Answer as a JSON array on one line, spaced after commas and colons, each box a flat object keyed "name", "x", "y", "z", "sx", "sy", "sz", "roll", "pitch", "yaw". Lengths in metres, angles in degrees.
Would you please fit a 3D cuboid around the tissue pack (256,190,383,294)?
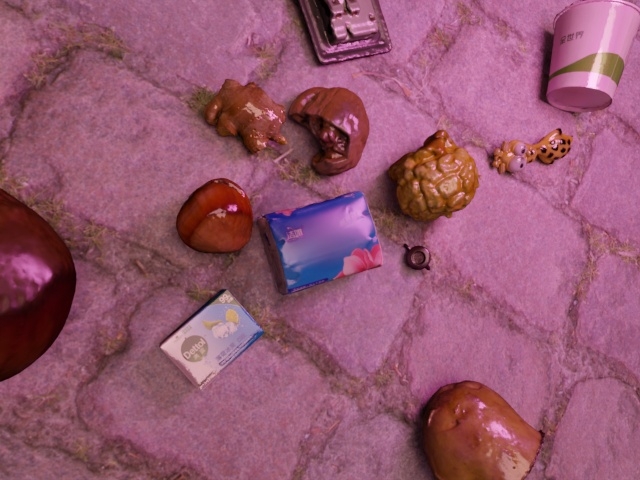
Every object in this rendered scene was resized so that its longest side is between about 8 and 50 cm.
[{"name": "tissue pack", "x": 0.000, "y": 0.000, "z": 1.156, "sx": 0.269, "sy": 0.137, "sz": 0.209, "roll": -15, "pitch": 87, "yaw": -19}]

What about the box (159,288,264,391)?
[{"name": "box", "x": -0.250, "y": 0.225, "z": 1.079, "sx": 0.194, "sy": 0.073, "sz": 0.139, "roll": -42, "pitch": 98, "yaw": -18}]

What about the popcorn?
[{"name": "popcorn", "x": 0.307, "y": -0.178, "z": 1.254, "sx": 0.237, "sy": 0.206, "sz": 0.251, "roll": -4, "pitch": 73, "yaw": -5}]

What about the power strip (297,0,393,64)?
[{"name": "power strip", "x": 0.072, "y": -0.632, "z": 1.277, "sx": 0.257, "sy": 0.092, "sz": 0.251, "roll": -21, "pitch": 88, "yaw": -23}]

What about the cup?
[{"name": "cup", "x": 0.836, "y": -0.564, "z": 1.456, "sx": 0.253, "sy": 0.253, "sz": 0.274, "roll": 17, "pitch": 85, "yaw": -16}]

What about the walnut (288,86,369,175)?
[{"name": "walnut", "x": 0.047, "y": -0.302, "z": 1.208, "sx": 0.204, "sy": 0.141, "sz": 0.238, "roll": -29, "pitch": 96, "yaw": -24}]

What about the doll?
[{"name": "doll", "x": 0.658, "y": -0.277, "z": 1.438, "sx": 0.291, "sy": 0.086, "sz": 0.117, "roll": -13, "pitch": 118, "yaw": -18}]

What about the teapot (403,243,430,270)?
[{"name": "teapot", "x": 0.268, "y": 0.046, "z": 1.291, "sx": 0.068, "sy": 0.045, "sz": 0.100, "roll": -44, "pitch": 81, "yaw": 4}]

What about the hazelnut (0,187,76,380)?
[{"name": "hazelnut", "x": -0.666, "y": 0.084, "z": 0.821, "sx": 0.421, "sy": 0.353, "sz": 0.421, "roll": -7, "pitch": 112, "yaw": -16}]

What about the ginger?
[{"name": "ginger", "x": -0.169, "y": -0.303, "z": 1.152, "sx": 0.216, "sy": 0.102, "sz": 0.157, "roll": 33, "pitch": 82, "yaw": -13}]

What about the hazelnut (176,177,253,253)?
[{"name": "hazelnut", "x": -0.236, "y": -0.049, "z": 1.076, "sx": 0.182, "sy": 0.182, "sz": 0.182, "roll": 2, "pitch": 83, "yaw": -18}]

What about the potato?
[{"name": "potato", "x": 0.366, "y": 0.505, "z": 1.186, "sx": 0.237, "sy": 0.301, "sz": 0.289, "roll": 40, "pitch": 38, "yaw": 10}]
